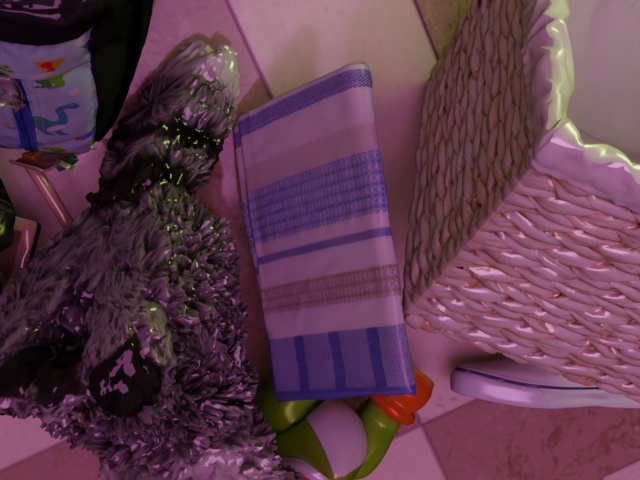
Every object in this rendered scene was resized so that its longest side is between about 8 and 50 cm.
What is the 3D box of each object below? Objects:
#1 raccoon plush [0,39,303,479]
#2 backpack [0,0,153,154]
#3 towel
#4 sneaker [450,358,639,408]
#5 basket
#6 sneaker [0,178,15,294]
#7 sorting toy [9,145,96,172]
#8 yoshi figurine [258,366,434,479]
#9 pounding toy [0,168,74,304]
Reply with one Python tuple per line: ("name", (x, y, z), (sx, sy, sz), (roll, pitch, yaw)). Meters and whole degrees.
("raccoon plush", (-0.085, 0.075, 0.899), (0.299, 0.216, 0.446), (47, 63, -38))
("backpack", (-0.231, -0.210, 0.767), (0.273, 0.355, 0.290), (-4, 75, 0))
("towel", (0.000, 0.000, 0.896), (0.034, 0.209, 0.285), (-5, 84, -36))
("sneaker", (0.264, 0.132, 1.085), (0.258, 0.094, 0.091), (2, 89, -13))
("basket", (0.264, -0.073, 0.853), (0.328, 0.331, 0.266), (20, 143, -13))
("sneaker", (-0.357, 0.026, 0.844), (0.227, 0.087, 0.130), (-34, 90, -17))
("sorting toy", (-0.233, -0.077, 0.893), (0.062, 0.083, 0.012), (-30, 121, -37))
("yoshi figurine", (-0.045, 0.254, 1.053), (0.362, 0.203, 0.203), (-57, 148, -4))
("pounding toy", (-0.299, 0.013, 0.952), (0.206, 0.094, 0.181), (14, 86, -13))
